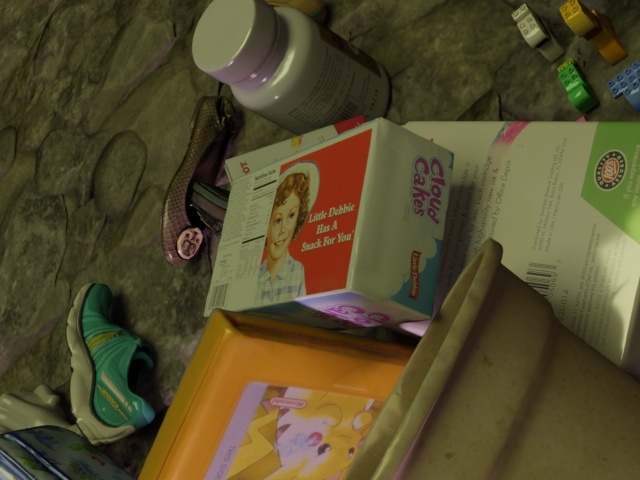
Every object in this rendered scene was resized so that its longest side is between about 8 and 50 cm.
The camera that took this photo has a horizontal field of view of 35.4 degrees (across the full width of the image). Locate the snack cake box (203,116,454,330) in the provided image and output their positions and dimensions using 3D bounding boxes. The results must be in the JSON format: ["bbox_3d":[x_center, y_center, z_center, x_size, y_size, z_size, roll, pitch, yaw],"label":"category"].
[{"bbox_3d":[0.000,0.000,0.926,0.264,0.089,0.152,-14,60,57],"label":"snack cake box"}]

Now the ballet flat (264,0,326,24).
[{"bbox_3d":[-0.097,-0.305,1.392,0.232,0.080,0.073,-2,34,43],"label":"ballet flat"}]

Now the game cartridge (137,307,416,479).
[{"bbox_3d":[-0.034,0.233,0.942,0.052,0.285,0.324,42,112,52],"label":"game cartridge"}]

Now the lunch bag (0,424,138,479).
[{"bbox_3d":[-0.317,0.323,1.258,0.219,0.176,0.090,32,100,24],"label":"lunch bag"}]

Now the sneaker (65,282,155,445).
[{"bbox_3d":[-0.288,0.166,1.398,0.109,0.107,0.275,-18,46,-2],"label":"sneaker"}]

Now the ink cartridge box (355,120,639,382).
[{"bbox_3d":[0.168,0.002,0.934,0.353,0.119,0.207,8,81,45],"label":"ink cartridge box"}]

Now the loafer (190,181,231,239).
[{"bbox_3d":[-0.088,-0.002,1.264,0.267,0.096,0.084,27,99,44],"label":"loafer"}]

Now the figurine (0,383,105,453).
[{"bbox_3d":[-0.394,0.331,1.436,0.209,0.092,0.215,15,83,38],"label":"figurine"}]

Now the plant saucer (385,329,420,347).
[{"bbox_3d":[0.180,0.037,1.023,0.277,0.041,0.278,-18,62,38],"label":"plant saucer"}]

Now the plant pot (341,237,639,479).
[{"bbox_3d":[0.170,0.215,0.702,0.305,0.334,0.334,29,96,5],"label":"plant pot"}]

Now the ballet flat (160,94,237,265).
[{"bbox_3d":[-0.163,-0.085,1.388,0.058,0.084,0.250,9,75,21],"label":"ballet flat"}]

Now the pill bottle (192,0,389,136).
[{"bbox_3d":[-0.034,-0.202,1.190,0.131,0.229,0.131,-18,61,38],"label":"pill bottle"}]

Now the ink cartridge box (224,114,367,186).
[{"bbox_3d":[-0.008,-0.055,1.155,0.175,0.072,0.127,-19,53,-6],"label":"ink cartridge box"}]

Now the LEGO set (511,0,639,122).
[{"bbox_3d":[0.260,-0.180,0.994,0.087,0.093,0.227,-38,51,27],"label":"LEGO set"}]
